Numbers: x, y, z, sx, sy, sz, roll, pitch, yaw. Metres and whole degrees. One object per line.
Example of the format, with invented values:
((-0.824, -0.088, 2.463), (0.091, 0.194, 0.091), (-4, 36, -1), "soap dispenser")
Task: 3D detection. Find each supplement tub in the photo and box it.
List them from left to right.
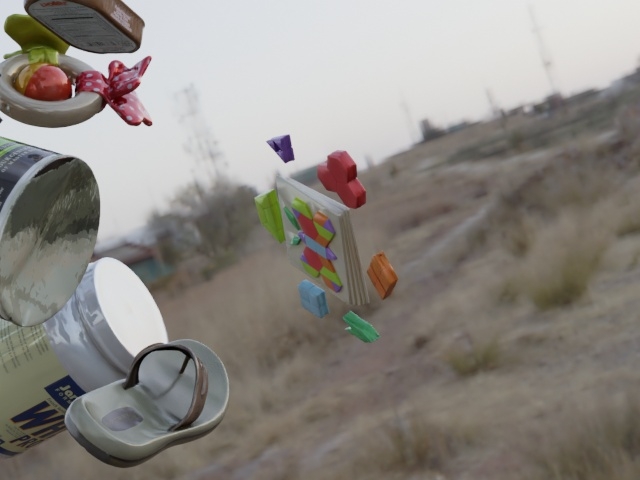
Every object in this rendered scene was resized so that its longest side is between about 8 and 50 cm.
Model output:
((-0.433, 0.188, 2.026), (0.325, 0.235, 0.235), (-29, -6, 15), "supplement tub")

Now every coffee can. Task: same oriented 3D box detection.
((-0.422, -0.034, 1.439), (0.275, 0.201, 0.201), (16, 8, 18), "coffee can")

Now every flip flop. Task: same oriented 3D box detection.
((-0.160, 0.148, 1.267), (0.080, 0.112, 0.277), (-60, -14, 16), "flip flop")

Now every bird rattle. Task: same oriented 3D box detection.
((-0.378, -0.220, 1.834), (0.207, 0.254, 0.143), (-41, -18, -43), "bird rattle")

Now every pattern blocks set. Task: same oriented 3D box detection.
((0.000, 0.000, 1.747), (0.026, 0.324, 0.285), (-34, 32, -26), "pattern blocks set")

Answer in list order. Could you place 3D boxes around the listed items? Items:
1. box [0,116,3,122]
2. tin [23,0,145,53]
((-0.729, -0.156, 2.250), (0.290, 0.169, 0.087), (-53, -37, -14), "box")
((-0.285, -0.272, 1.526), (0.106, 0.040, 0.190), (-3, -14, 18), "tin")
